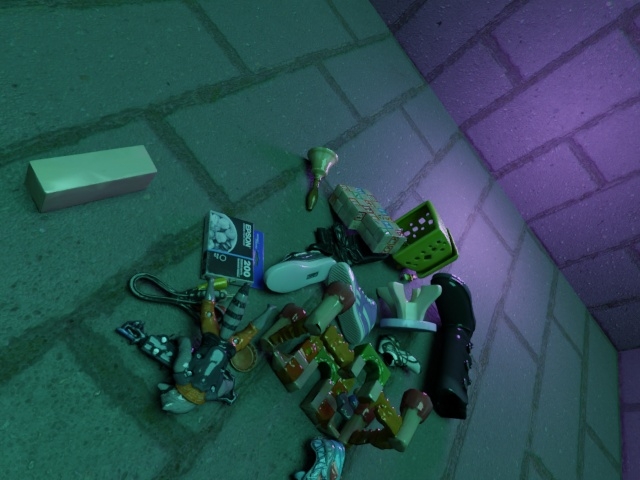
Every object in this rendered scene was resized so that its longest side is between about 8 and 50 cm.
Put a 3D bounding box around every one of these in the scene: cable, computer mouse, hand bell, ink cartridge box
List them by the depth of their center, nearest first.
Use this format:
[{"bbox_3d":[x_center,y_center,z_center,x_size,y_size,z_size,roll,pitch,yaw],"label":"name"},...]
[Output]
[{"bbox_3d":[-0.358,0.159,1.080,0.286,0.072,0.140,7,79,-25],"label":"cable"},{"bbox_3d":[-0.251,0.032,1.232,0.208,0.045,0.207,17,56,-36],"label":"ink cartridge box"},{"bbox_3d":[-0.014,-0.223,1.560,0.126,0.126,0.242,26,63,-29],"label":"hand bell"},{"bbox_3d":[0.156,0.026,1.580,0.272,0.072,0.189,1,62,-37],"label":"computer mouse"}]

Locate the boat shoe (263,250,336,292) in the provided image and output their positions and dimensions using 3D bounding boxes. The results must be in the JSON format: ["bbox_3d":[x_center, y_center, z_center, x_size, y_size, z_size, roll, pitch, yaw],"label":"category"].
[{"bbox_3d":[-0.077,0.085,1.319,0.301,0.108,0.102,-11,39,-45],"label":"boat shoe"}]

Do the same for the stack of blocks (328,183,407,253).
[{"bbox_3d":[0.176,-0.084,1.562,0.171,0.087,0.297,4,40,-40],"label":"stack of blocks"}]

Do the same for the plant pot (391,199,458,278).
[{"bbox_3d":[0.435,0.009,1.703,0.207,0.228,0.227,42,27,-25],"label":"plant pot"}]

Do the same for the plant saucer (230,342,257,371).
[{"bbox_3d":[-0.214,0.320,1.125,0.083,0.013,0.084,21,54,-32],"label":"plant saucer"}]

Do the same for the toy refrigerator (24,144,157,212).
[{"bbox_3d":[-0.566,-0.163,1.018,0.269,0.102,0.094,-27,86,-46],"label":"toy refrigerator"}]

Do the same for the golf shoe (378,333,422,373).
[{"bbox_3d":[0.281,0.431,1.471,0.198,0.077,0.094,43,56,-5],"label":"golf shoe"}]

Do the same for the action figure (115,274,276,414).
[{"bbox_3d":[-0.295,0.242,0.967,0.341,0.178,0.331,32,63,-19],"label":"action figure"}]

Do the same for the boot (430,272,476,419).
[{"bbox_3d":[0.498,0.400,1.580,0.367,0.146,0.445,55,43,-27],"label":"boot"}]

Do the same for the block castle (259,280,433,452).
[{"bbox_3d":[0.072,0.357,1.152,0.454,0.303,0.213,54,43,-5],"label":"block castle"}]

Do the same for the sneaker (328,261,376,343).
[{"bbox_3d":[0.119,0.196,1.416,0.161,0.102,0.283,-24,105,-50],"label":"sneaker"}]

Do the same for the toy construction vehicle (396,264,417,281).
[{"bbox_3d":[0.364,0.137,1.731,0.098,0.035,0.086,-6,72,-52],"label":"toy construction vehicle"}]

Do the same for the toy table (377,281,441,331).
[{"bbox_3d":[0.323,0.249,1.502,0.274,0.251,0.161,28,62,-58],"label":"toy table"}]

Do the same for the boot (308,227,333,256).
[{"bbox_3d":[0.000,0.000,1.473,0.121,0.045,0.099,17,59,-43],"label":"boot"}]

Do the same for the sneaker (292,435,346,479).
[{"bbox_3d":[-0.023,0.656,1.070,0.125,0.104,0.262,23,49,-6],"label":"sneaker"}]
